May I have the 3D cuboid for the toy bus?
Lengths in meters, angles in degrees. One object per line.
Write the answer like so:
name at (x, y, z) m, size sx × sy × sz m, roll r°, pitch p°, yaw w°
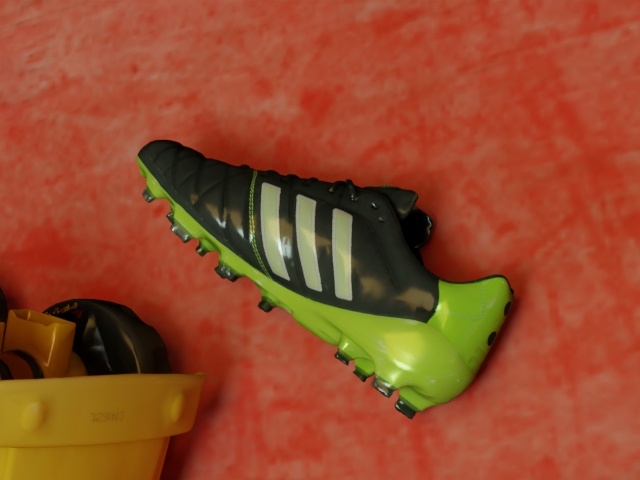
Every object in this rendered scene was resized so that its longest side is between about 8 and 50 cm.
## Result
toy bus at (-0.178, 0.116, 0.742) m, size 0.220 × 0.149 × 0.212 m, roll 15°, pitch 98°, yaw 35°

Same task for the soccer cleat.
soccer cleat at (0.000, 0.000, 0.718) m, size 0.179 × 0.060 × 0.072 m, roll 35°, pitch 84°, yaw 27°
